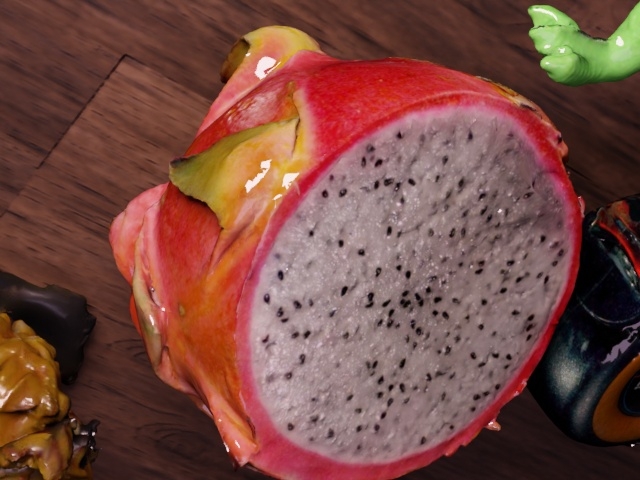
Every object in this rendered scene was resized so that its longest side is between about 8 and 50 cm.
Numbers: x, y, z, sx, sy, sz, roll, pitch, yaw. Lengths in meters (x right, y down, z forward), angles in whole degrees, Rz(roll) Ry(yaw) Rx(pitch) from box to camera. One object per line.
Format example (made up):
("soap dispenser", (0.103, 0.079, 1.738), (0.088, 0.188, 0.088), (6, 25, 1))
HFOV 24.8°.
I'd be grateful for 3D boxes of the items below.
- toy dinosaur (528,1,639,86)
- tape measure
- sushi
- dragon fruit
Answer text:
("toy dinosaur", (0.301, -0.229, 0.881), (0.500, 0.144, 0.374), (20, 127, -39))
("tape measure", (0.241, 0.053, 1.071), (0.202, 0.135, 0.223), (-5, 138, -35))
("sushi", (-0.260, 0.129, 1.067), (0.200, 0.204, 0.213), (0, 137, -11))
("dragon fruit", (0.000, 0.000, 0.971), (0.305, 0.226, 0.305), (-15, 119, -28))
